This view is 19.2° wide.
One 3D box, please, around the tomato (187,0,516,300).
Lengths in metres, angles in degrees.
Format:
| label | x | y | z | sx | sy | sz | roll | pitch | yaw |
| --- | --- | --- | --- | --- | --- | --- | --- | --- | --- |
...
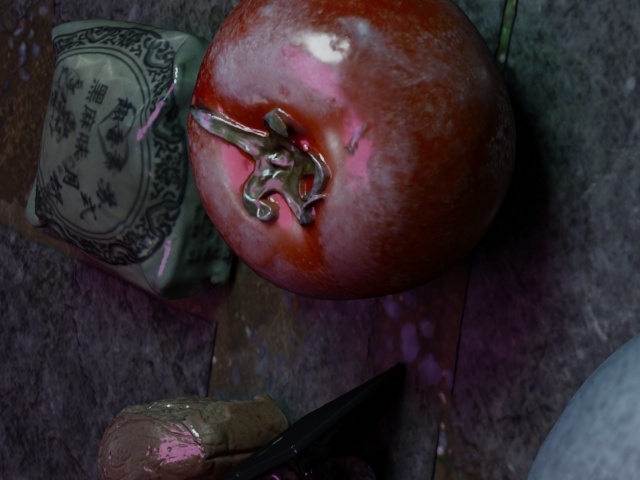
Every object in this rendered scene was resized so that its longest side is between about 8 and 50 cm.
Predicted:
| label | x | y | z | sx | sy | sz | roll | pitch | yaw |
| --- | --- | --- | --- | --- | --- | --- | --- | --- | --- |
| tomato | 0.031 | -0.090 | 1.492 | 0.270 | 0.227 | 0.270 | 21 | 123 | 37 |

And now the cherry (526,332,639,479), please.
| label | x | y | z | sx | sy | sz | roll | pitch | yaw |
| --- | --- | --- | --- | --- | --- | --- | --- | --- | --- |
| cherry | 0.261 | 0.176 | 1.223 | 0.255 | 0.218 | 0.296 | 32 | 102 | 50 |

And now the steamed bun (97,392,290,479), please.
| label | x | y | z | sx | sy | sz | roll | pitch | yaw |
| --- | --- | --- | --- | --- | --- | --- | --- | --- | --- |
| steamed bun | -0.123 | 0.191 | 1.752 | 0.175 | 0.144 | 0.106 | -21 | 73 | 45 |

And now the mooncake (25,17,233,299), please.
| label | x | y | z | sx | sy | sz | roll | pitch | yaw |
| --- | --- | --- | --- | --- | --- | --- | --- | --- | --- |
| mooncake | -0.184 | -0.089 | 1.831 | 0.250 | 0.136 | 0.254 | 23 | 109 | 45 |

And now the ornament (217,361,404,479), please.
| label | x | y | z | sx | sy | sz | roll | pitch | yaw |
| --- | --- | --- | --- | --- | --- | --- | --- | --- | --- |
| ornament | 0.026 | 0.245 | 1.627 | 0.166 | 0.153 | 0.196 | -33 | 89 | 47 |
